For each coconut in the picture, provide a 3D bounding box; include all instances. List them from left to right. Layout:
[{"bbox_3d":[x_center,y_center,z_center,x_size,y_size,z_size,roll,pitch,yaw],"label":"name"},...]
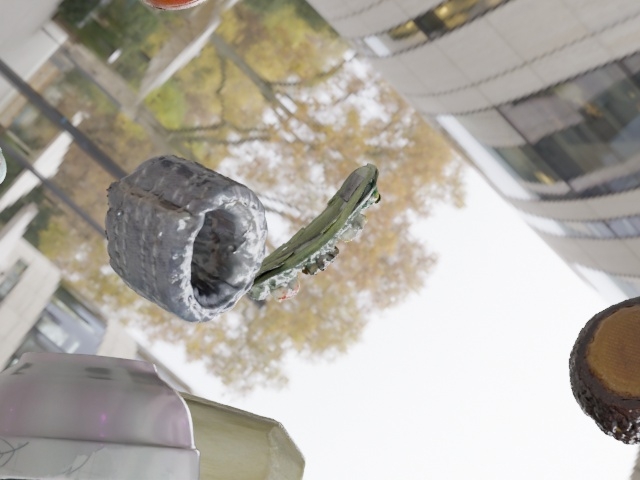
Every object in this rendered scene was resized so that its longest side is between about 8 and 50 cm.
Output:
[{"bbox_3d":[-0.187,0.389,1.659,0.323,0.323,0.323,-43,-164,15],"label":"coconut"}]

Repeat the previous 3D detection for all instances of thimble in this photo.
[{"bbox_3d":[-0.200,-0.005,1.550,0.172,0.236,0.205,25,-113,27],"label":"thimble"}]

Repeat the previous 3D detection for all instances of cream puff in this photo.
[{"bbox_3d":[0.497,0.202,1.615,0.239,0.165,0.239,-16,-135,17],"label":"cream puff"}]

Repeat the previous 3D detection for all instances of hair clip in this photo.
[{"bbox_3d":[0.002,0.001,1.917,0.321,0.091,0.138,-42,-168,0],"label":"hair clip"}]

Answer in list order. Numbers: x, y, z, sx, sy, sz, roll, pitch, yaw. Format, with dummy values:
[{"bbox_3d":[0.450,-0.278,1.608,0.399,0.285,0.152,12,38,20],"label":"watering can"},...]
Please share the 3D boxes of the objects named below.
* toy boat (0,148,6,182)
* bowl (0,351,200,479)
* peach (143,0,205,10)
[{"bbox_3d":[-0.595,-0.125,1.712,0.134,0.207,0.079,-14,-109,23],"label":"toy boat"},{"bbox_3d":[-0.277,0.210,1.246,0.287,0.287,0.144,-17,-114,62],"label":"bowl"},{"bbox_3d":[-0.210,-0.445,1.615,0.197,0.197,0.197,-43,-164,15],"label":"peach"}]
